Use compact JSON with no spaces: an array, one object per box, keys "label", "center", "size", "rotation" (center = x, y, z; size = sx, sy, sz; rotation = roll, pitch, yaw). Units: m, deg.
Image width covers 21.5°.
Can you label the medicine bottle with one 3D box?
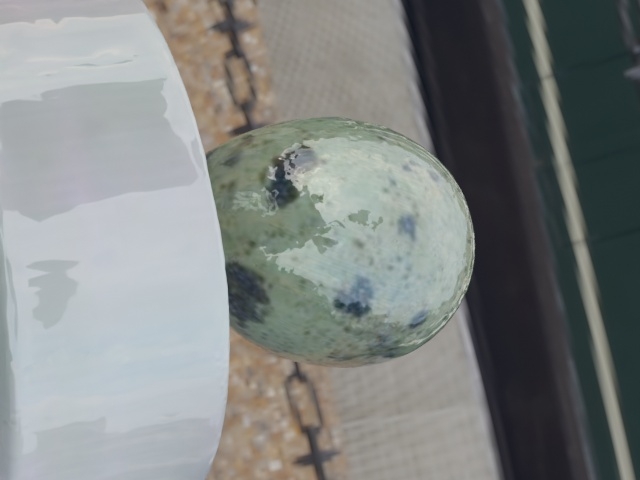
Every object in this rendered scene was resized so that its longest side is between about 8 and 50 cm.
[{"label":"medicine bottle","center":[-0.178,0.025,0.359],"size":[0.293,0.170,0.170],"rotation":[-11,83,-24]}]

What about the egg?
[{"label":"egg","center":[0.000,0.000,0.941],"size":[0.181,0.141,0.141],"rotation":[10,66,-30]}]
